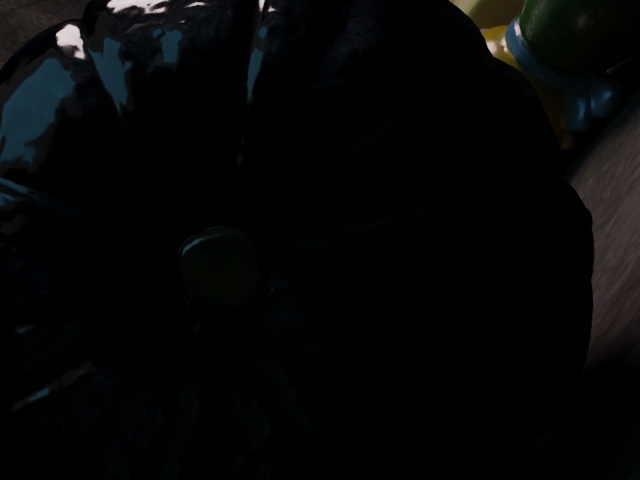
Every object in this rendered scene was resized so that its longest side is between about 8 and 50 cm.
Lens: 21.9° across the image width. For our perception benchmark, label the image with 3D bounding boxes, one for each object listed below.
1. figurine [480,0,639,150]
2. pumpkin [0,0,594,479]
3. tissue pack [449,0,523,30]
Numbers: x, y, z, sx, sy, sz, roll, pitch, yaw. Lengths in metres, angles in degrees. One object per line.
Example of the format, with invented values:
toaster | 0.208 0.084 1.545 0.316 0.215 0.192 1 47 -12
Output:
figurine | 0.176 -0.147 1.260 0.185 0.127 0.234 -57 -6 -48
pumpkin | -0.037 0.029 0.884 0.363 0.363 0.266 -57 -7 3
tissue pack | 0.174 -0.186 1.410 0.234 0.125 0.159 -56 5 18
